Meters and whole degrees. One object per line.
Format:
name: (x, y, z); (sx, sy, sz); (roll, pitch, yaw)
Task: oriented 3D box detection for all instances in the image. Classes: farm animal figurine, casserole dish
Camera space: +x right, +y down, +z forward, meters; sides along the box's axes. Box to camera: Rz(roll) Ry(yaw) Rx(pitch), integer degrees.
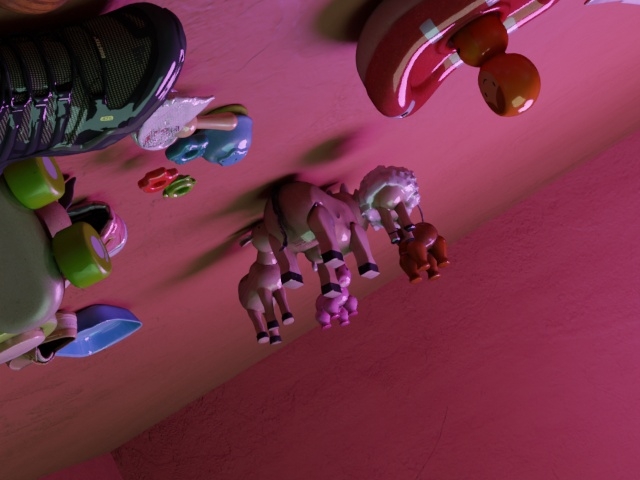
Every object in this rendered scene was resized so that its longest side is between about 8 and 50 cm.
farm animal figurine: (0.000, 0.000, 1.401); (0.330, 0.172, 0.327); (-22, 158, 9)
casserole dish: (-0.341, 0.133, 1.467); (0.114, 0.037, 0.188); (-29, 168, 4)

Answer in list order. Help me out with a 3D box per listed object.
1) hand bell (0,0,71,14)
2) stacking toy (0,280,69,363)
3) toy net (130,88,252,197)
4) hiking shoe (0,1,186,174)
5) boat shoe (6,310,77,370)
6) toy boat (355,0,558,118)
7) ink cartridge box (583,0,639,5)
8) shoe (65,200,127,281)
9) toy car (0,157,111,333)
hand bell: (-0.189, -0.141, 0.498); (0.126, 0.126, 0.242); (-31, -178, 16)
stacking toy: (-0.417, 0.162, 1.169); (0.280, 0.130, 0.309); (-20, 167, -33)
toy net: (-0.135, -0.099, 0.903); (0.122, 0.045, 0.232); (-27, 167, 6)
hiking shoe: (-0.196, -0.097, 0.644); (0.227, 0.086, 0.114); (-27, 172, -1)
boat shoe: (-0.391, 0.148, 1.362); (0.135, 0.045, 0.050); (-37, 147, 24)
toy boat: (0.151, -0.183, 0.920); (0.231, 0.151, 0.151); (-32, 168, 17)
ink cartridge box: (0.419, -0.355, 1.004); (0.296, 0.066, 0.261); (-37, 167, 36)
shoe: (-0.287, 0.018, 1.020); (0.178, 0.063, 0.081); (-32, 168, -10)
toy car: (-0.269, -0.014, 0.847); (0.155, 0.149, 0.188); (-25, -162, 5)
